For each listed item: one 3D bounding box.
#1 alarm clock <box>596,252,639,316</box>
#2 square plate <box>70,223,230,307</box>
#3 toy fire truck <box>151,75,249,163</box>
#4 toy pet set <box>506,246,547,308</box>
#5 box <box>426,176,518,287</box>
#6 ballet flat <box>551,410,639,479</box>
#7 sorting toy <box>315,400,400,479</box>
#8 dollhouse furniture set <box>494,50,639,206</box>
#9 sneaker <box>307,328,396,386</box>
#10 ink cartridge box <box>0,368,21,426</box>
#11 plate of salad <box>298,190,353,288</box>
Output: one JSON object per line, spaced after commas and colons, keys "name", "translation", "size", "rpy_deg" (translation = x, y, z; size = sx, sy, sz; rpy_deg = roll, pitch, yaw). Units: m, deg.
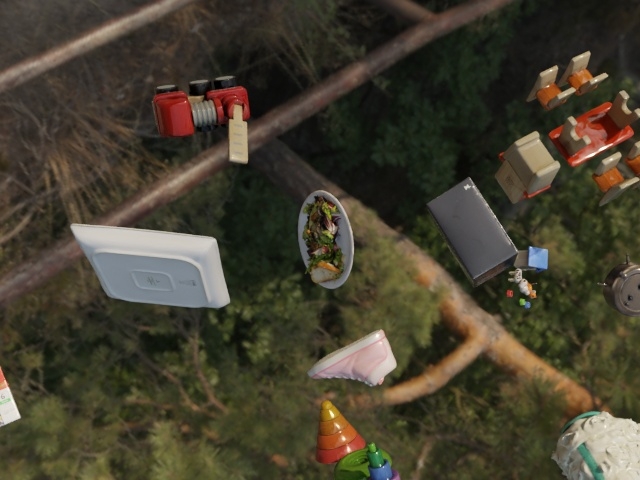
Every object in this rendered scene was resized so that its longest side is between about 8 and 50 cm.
{"name": "alarm clock", "translation": [0.781, 0.134, 1.757], "size": [0.129, 0.192, 0.064], "rpy_deg": [-47, -167, 3]}
{"name": "square plate", "translation": [-0.412, 0.080, 1.772], "size": [0.347, 0.343, 0.049], "rpy_deg": [91, 6, -59]}
{"name": "toy fire truck", "translation": [-0.256, -0.269, 1.624], "size": [0.216, 0.246, 0.159], "rpy_deg": [-12, 113, -16]}
{"name": "toy pet set", "translation": [0.449, 0.078, 1.511], "size": [0.122, 0.065, 0.114], "rpy_deg": [25, 67, -52]}
{"name": "box", "translation": [0.270, -0.010, 1.275], "size": [0.093, 0.156, 0.158], "rpy_deg": [-31, 166, 6]}
{"name": "ballet flat", "translation": [0.472, 0.357, 0.936], "size": [0.147, 0.408, 0.147], "rpy_deg": [-49, -155, 33]}
{"name": "sorting toy", "translation": [0.065, 0.427, 1.515], "size": [0.127, 0.126, 0.365], "rpy_deg": [-19, -174, -16]}
{"name": "dollhouse furniture set", "translation": [0.468, -0.179, 1.346], "size": [0.259, 0.262, 0.135], "rpy_deg": [-26, 163, -11]}
{"name": "sneaker", "translation": [0.047, 0.183, 1.007], "size": [0.134, 0.070, 0.051], "rpy_deg": [-30, 179, 24]}
{"name": "ink cartridge box", "translation": [-0.607, 0.289, 1.322], "size": [0.062, 0.115, 0.029], "rpy_deg": [-22, 174, -22]}
{"name": "plate of salad", "translation": [0.000, 0.000, 1.437], "size": [0.048, 0.200, 0.200], "rpy_deg": [-9, 137, -32]}
